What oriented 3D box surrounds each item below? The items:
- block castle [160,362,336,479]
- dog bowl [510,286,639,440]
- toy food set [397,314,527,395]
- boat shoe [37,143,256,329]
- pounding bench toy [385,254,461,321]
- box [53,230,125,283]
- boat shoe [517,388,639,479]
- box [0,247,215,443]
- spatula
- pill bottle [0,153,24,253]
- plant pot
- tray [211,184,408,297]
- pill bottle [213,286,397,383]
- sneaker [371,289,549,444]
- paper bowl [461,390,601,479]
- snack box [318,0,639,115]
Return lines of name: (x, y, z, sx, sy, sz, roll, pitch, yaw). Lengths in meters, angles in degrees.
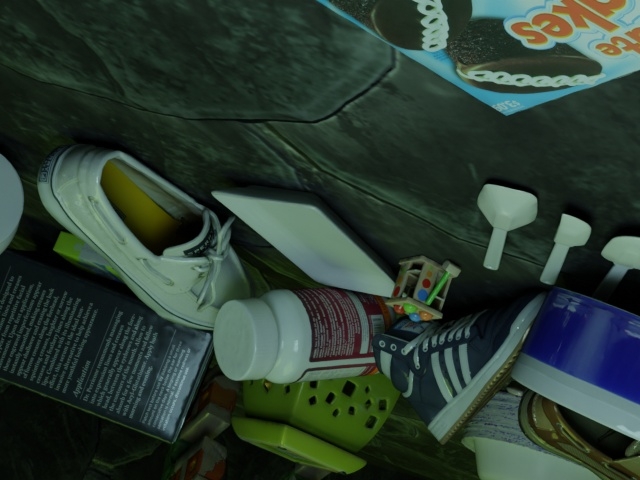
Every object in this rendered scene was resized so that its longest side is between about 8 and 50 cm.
block castle: (-0.152, 0.467, 2.012, 0.303, 0.453, 0.213, 30, 129, -21)
dog bowl: (0.332, 0.143, 1.028, 0.265, 0.104, 0.265, 23, 180, 0)
toy food set: (0.189, 0.137, 1.387, 0.218, 0.071, 0.128, 14, -173, 26)
boat shoe: (-0.167, 0.001, 1.271, 0.156, 0.135, 0.367, 2, 146, 41)
pounding bench toy: (0.122, 0.057, 1.188, 0.052, 0.065, 0.083, 27, 162, -21)
box: (-0.345, 0.039, 1.731, 0.178, 0.042, 0.109, 15, 164, 19)
boat shoe: (0.448, 0.298, 1.490, 0.324, 0.122, 0.120, 21, 161, -5)
box: (-0.393, 0.177, 1.836, 0.396, 0.212, 0.293, 21, 177, -2)
spatula: (0.228, 0.009, 0.999, 0.168, 0.019, 0.242, 16, 167, 10)
pill bottle: (-0.524, -0.043, 1.415, 0.188, 0.187, 0.334, 29, 162, -27)
plant pot: (-0.017, 0.303, 1.905, 0.227, 0.207, 0.228, 30, 160, -29)
tray: (0.000, 0.000, 1.213, 0.145, 0.030, 0.270, 9, 160, 33)
pill bottle: (-0.018, 0.121, 1.327, 0.221, 0.121, 0.121, 0, 178, -36)
sneaker: (0.161, 0.117, 1.232, 0.153, 0.099, 0.282, 47, 138, 17)
paper bowl: (0.381, 0.371, 1.759, 0.284, 0.148, 0.284, 20, 163, 6)
snack box: (0.126, -0.158, 0.495, 0.187, 0.060, 0.322, 27, 163, -22)
